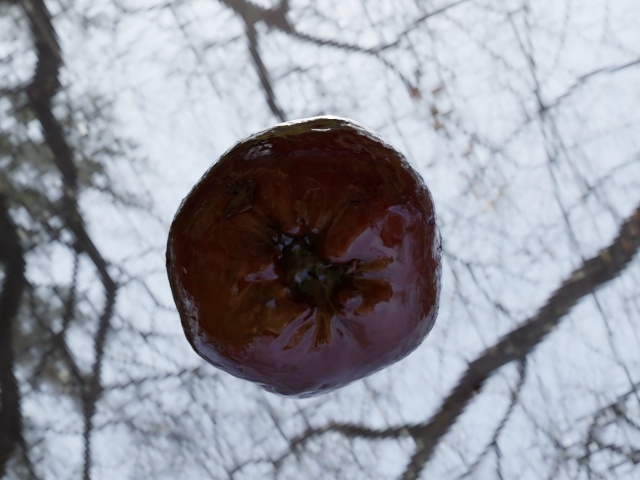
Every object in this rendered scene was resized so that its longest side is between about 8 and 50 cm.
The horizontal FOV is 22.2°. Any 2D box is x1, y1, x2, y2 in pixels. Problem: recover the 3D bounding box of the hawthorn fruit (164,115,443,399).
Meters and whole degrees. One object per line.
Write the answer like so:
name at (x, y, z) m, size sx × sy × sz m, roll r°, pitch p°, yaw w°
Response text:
hawthorn fruit at (0.000, 0.000, 1.270) m, size 0.211 × 0.211 × 0.299 m, roll -18°, pitch -166°, yaw 15°
